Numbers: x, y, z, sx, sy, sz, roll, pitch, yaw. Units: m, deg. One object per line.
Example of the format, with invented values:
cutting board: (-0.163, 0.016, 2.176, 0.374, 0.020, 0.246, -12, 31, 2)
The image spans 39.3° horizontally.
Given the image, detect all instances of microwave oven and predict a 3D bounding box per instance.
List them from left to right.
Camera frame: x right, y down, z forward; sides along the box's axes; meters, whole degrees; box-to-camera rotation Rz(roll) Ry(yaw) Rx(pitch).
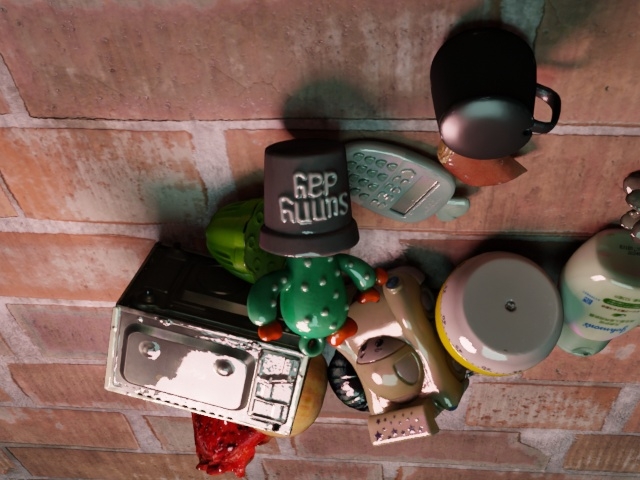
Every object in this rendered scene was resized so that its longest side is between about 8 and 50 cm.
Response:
microwave oven: (-0.206, 0.182, 1.880, 0.395, 0.333, 0.247, 14, 116, 2)

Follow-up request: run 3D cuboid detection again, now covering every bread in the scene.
bread: (0.273, -0.151, 1.616, 0.192, 0.067, 0.119, 31, 138, -33)

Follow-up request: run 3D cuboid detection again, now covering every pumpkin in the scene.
pumpkin: (0.115, 0.326, 2.221, 0.202, 0.201, 0.140, 25, 158, -27)

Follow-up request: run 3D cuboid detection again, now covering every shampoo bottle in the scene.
shampoo bottle: (0.597, 0.126, 1.907, 0.222, 0.151, 0.349, 7, 147, -6)

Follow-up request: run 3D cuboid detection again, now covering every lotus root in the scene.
lotus root: (-0.169, -0.009, 1.821, 0.186, 0.186, 0.186, 3, 146, 2)

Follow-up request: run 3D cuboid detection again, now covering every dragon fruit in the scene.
dragon fruit: (-0.216, 0.506, 2.427, 0.228, 0.329, 0.286, 15, 144, -25)

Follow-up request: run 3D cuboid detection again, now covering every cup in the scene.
cup: (0.283, -0.224, 1.416, 0.223, 0.176, 0.169, 15, 142, -12)

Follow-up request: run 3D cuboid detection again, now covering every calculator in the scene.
calculator: (0.151, -0.108, 1.721, 0.295, 0.042, 0.184, 22, 142, -18)

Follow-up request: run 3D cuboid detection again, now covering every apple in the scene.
apple: (-0.108, 0.365, 2.256, 0.234, 0.256, 0.256, 14, 145, -9)

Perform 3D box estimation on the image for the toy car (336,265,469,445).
toy car: (0.153, 0.254, 1.979, 0.242, 0.226, 0.336, -20, 103, 36)

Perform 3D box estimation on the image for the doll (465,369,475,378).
doll: (0.334, 0.369, 2.376, 0.104, 0.062, 0.195, 22, 149, -21)

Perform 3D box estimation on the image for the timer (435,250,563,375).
timer: (0.366, 0.167, 1.923, 0.285, 0.285, 0.285, 3, 146, 2)

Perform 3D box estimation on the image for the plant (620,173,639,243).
plant: (0.690, -0.058, 1.626, 0.275, 0.146, 0.149, -1, 133, 7)

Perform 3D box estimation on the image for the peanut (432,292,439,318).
peanut: (0.233, 0.172, 2.082, 0.193, 0.089, 0.089, -21, 138, 32)

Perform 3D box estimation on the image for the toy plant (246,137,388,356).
toy plant: (-0.025, 0.023, 1.644, 0.185, 0.279, 0.400, 9, 111, 34)
